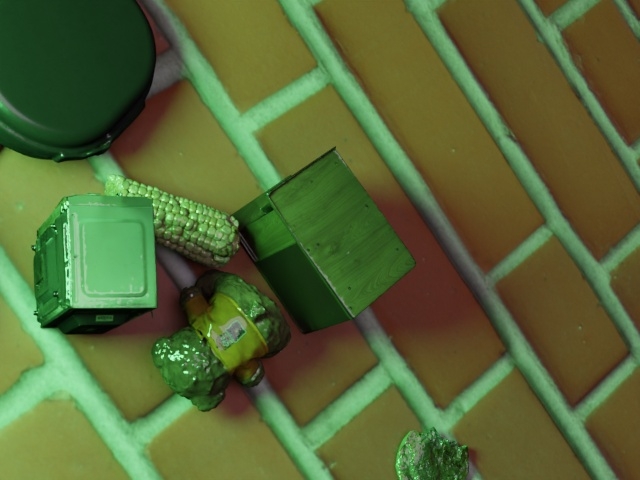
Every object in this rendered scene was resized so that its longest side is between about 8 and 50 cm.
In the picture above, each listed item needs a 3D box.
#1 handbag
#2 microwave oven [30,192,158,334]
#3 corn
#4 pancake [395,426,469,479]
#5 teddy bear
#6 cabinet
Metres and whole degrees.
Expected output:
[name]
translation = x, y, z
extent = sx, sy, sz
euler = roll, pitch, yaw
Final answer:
[handbag]
translation = -0.361, -0.247, 1.430
extent = 0.254, 0.093, 0.308
euler = 46, 52, -18
[microwave oven]
translation = -0.305, 0.035, 1.355
extent = 0.129, 0.205, 0.163
euler = 2, 76, -25
[corn]
translation = -0.216, -0.025, 1.480
extent = 0.210, 0.087, 0.087
euler = 20, 70, -18
[pancake]
translation = 0.175, 0.355, 1.614
extent = 0.129, 0.022, 0.116
euler = 31, 70, -17
[teddy bear]
translation = -0.142, 0.143, 1.454
extent = 0.190, 0.140, 0.177
euler = -45, 102, -18
[cabinet]
translation = 0.000, 0.000, 1.526
extent = 0.148, 0.174, 0.215
euler = -38, 95, -27
